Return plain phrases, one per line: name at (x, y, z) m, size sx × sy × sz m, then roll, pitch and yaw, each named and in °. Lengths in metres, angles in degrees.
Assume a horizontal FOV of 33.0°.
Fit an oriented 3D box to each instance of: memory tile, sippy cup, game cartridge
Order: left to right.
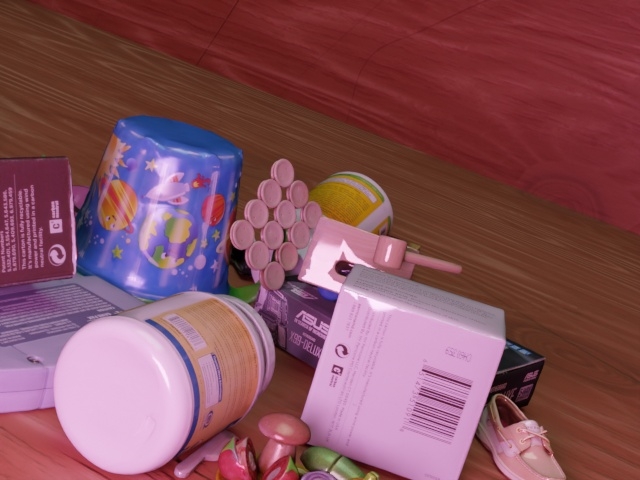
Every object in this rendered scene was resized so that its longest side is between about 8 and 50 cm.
game cartridge at (-0.292, 0.102, 1.145) m, size 0.196 × 0.060 × 0.294 m, roll 21°, pitch 15°, yaw 28°
sippy cup at (-0.206, -0.035, 1.394) m, size 0.305 × 0.224 × 0.240 m, roll 0°, pitch 22°, yaw -46°
memory tile at (-0.055, -0.020, 1.372) m, size 0.012 × 0.148 × 0.113 m, roll -4°, pitch -47°, yaw 42°

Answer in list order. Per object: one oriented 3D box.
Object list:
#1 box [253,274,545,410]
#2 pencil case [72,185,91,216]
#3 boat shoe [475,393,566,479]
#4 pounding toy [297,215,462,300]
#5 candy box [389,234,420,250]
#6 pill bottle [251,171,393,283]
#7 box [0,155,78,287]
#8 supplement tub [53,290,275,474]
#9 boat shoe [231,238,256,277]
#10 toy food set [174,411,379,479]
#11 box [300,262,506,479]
box at (0.098, 0.134, 1.407) m, size 0.307 × 0.076 × 0.242 m, roll 28°, pitch 20°, yaw 35°
pencil case at (-0.294, -0.031, 1.550) m, size 0.209 × 0.095 × 0.098 m, roll 4°, pitch 36°, yaw -35°
boat shoe at (0.231, 0.231, 1.240) m, size 0.063 × 0.059 × 0.170 m, roll 10°, pitch 17°, yaw -25°
pounding toy at (0.070, 0.044, 1.296) m, size 0.181 × 0.094 × 0.206 m, roll 20°, pitch -2°, yaw 5°
candy box at (0.096, 0.031, 1.816) m, size 0.109 × 0.053 × 0.187 m, roll 20°, pitch 14°, yaw 11°
pill bottle at (0.000, 0.000, 1.605) m, size 0.136 × 0.136 × 0.246 m, roll 22°, pitch 33°, yaw 19°
box at (-0.455, -0.012, 1.070) m, size 0.191 × 0.143 × 0.381 m, roll 3°, pitch 9°, yaw 40°
supplement tub at (-0.142, 0.128, 1.036) m, size 0.144 × 0.144 × 0.200 m, roll 23°, pitch 16°, yaw 21°
boat shoe at (-0.119, 0.020, 1.642) m, size 0.038 × 0.046 × 0.125 m, roll 14°, pitch 23°, yaw -29°
toy food set at (-0.024, 0.213, 1.004) m, size 0.218 × 0.071 × 0.128 m, roll 23°, pitch 16°, yaw 23°
box at (0.088, 0.143, 1.162) m, size 0.182 × 0.181 × 0.119 m, roll 18°, pitch 13°, yaw 6°
